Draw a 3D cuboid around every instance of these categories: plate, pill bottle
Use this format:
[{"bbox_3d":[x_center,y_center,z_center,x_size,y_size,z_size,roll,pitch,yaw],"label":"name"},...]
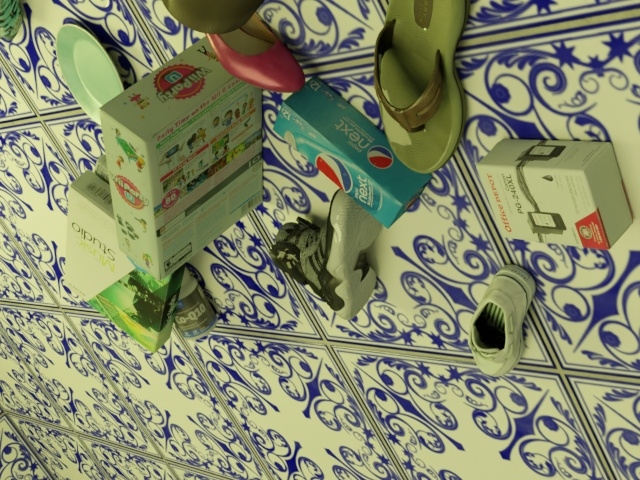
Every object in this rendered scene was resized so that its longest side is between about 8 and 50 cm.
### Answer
[{"bbox_3d":[-0.370,-0.271,1.797,0.188,0.024,0.188,34,142,32],"label":"plate"},{"bbox_3d":[-0.255,0.113,2.061,0.078,0.078,0.137,9,133,46],"label":"pill bottle"}]

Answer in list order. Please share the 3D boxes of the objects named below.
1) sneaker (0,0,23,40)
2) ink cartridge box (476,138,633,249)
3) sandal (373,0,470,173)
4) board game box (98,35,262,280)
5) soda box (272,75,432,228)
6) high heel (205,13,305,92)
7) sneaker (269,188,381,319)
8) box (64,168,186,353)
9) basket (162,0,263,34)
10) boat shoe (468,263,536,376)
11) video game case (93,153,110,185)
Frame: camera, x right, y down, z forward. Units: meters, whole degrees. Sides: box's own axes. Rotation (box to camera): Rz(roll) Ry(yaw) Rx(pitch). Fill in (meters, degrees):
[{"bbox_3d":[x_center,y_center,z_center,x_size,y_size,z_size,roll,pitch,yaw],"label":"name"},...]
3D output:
[{"bbox_3d":[-0.541,-0.403,1.822,0.122,0.110,0.283,37,155,-19],"label":"sneaker"},{"bbox_3d":[0.265,-0.055,1.249,0.150,0.063,0.109,7,132,46],"label":"ink cartridge box"},{"bbox_3d":[0.102,-0.198,1.260,0.120,0.086,0.303,29,145,27],"label":"sandal"},{"bbox_3d":[-0.192,-0.117,1.582,0.097,0.224,0.303,36,147,22],"label":"board game box"},{"bbox_3d":[0.040,-0.117,1.444,0.210,0.071,0.067,41,148,9],"label":"soda box"},{"bbox_3d":[-0.108,-0.295,1.425,0.244,0.082,0.117,44,148,19],"label":"high heel"},{"bbox_3d":[0.000,0.000,1.595,0.153,0.101,0.269,29,147,23],"label":"sneaker"},{"bbox_3d":[-0.357,0.046,1.974,0.232,0.058,0.322,35,145,12],"label":"box"},{"bbox_3d":[-0.112,-0.357,1.286,0.204,0.154,0.227,46,153,3],"label":"basket"},{"bbox_3d":[0.230,0.123,1.483,0.083,0.076,0.226,31,146,25],"label":"boat shoe"},{"bbox_3d":[-0.325,-0.065,1.928,0.183,0.023,0.201,40,163,-6],"label":"video game case"}]
